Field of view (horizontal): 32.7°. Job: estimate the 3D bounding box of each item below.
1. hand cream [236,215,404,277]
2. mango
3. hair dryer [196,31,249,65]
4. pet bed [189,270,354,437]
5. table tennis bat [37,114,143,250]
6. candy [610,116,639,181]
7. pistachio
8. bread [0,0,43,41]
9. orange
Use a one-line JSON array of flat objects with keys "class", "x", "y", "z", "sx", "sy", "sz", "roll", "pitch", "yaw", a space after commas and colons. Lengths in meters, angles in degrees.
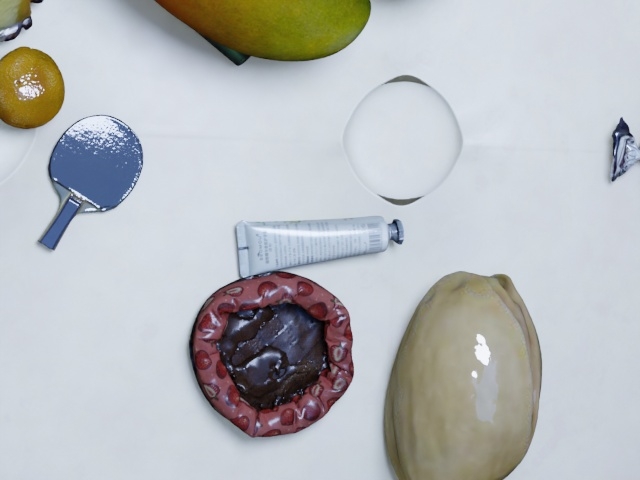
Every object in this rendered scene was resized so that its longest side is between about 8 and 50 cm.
[{"class": "hand cream", "x": 0.000, "y": 0.000, "z": 1.259, "sx": 0.194, "sy": 0.042, "sz": 0.067, "roll": -6, "pitch": 106, "yaw": -13}, {"class": "mango", "x": -0.085, "y": -0.268, "z": 1.089, "sx": 0.289, "sy": 0.129, "sz": 0.146, "roll": 37, "pitch": 72, "yaw": -27}, {"class": "hair dryer", "x": -0.069, "y": -0.296, "z": 1.197, "sx": 0.100, "sy": 0.057, "sz": 0.198, "roll": 40, "pitch": 75, "yaw": -19}, {"class": "pet bed", "x": -0.052, "y": 0.130, "z": 1.248, "sx": 0.201, "sy": 0.053, "sz": 0.201, "roll": -5, "pitch": 103, "yaw": -21}, {"class": "table tennis bat", "x": -0.254, "y": -0.061, "z": 1.176, "sx": 0.095, "sy": 0.014, "sz": 0.158, "roll": 33, "pitch": 84, "yaw": -20}, {"class": "candy", "x": 0.459, "y": -0.132, "z": 1.392, "sx": 0.226, "sy": 0.051, "sz": 0.094, "roll": -18, "pitch": 92, "yaw": -18}, {"class": "pistachio", "x": 0.167, "y": 0.181, "z": 1.274, "sx": 0.162, "sy": 0.181, "sz": 0.293, "roll": -3, "pitch": 103, "yaw": -56}, {"class": "bread", "x": -0.292, "y": -0.396, "z": 0.999, "sx": 0.345, "sy": 0.405, "sz": 0.242, "roll": -35, "pitch": 81, "yaw": -28}, {"class": "orange", "x": -0.300, "y": -0.156, "z": 1.116, "sx": 0.085, "sy": 0.085, "sz": 0.085, "roll": -2, "pitch": 97, "yaw": -18}]
